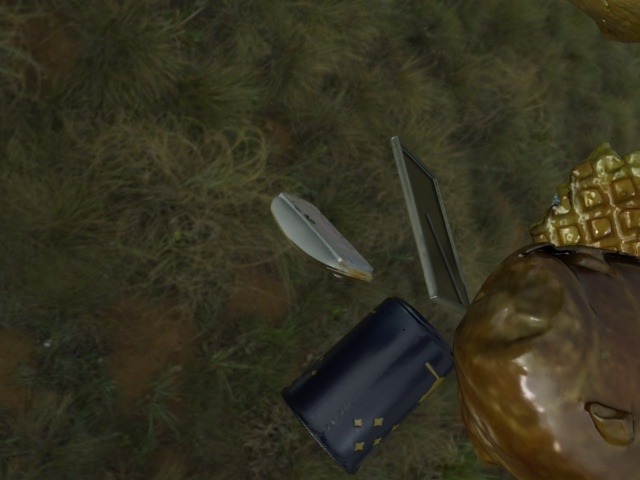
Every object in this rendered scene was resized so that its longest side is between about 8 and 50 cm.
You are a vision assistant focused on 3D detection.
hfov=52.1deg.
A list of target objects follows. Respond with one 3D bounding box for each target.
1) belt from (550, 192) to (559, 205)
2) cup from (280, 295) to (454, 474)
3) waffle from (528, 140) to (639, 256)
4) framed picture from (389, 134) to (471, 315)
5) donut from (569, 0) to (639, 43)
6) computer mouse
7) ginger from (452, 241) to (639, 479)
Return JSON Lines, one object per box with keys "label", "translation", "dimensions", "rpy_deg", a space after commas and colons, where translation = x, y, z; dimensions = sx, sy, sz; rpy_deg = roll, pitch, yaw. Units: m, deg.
{"label": "belt", "translation": [0.635, -0.048, 1.762], "dimensions": [0.179, 0.100, 0.065], "rpy_deg": [-41, 138, -25]}
{"label": "cup", "translation": [0.084, 0.237, 1.132], "dimensions": [0.256, 0.255, 0.178], "rpy_deg": [-42, 87, -7]}
{"label": "waffle", "translation": [0.416, 0.025, 0.858], "dimensions": [0.058, 0.282, 0.301], "rpy_deg": [-14, 62, -47]}
{"label": "framed picture", "translation": [0.196, -0.018, 1.132], "dimensions": [0.213, 0.016, 0.289], "rpy_deg": [27, 47, -58]}
{"label": "donut", "translation": [0.350, -0.313, 0.668], "dimensions": [0.128, 0.261, 0.209], "rpy_deg": [21, 100, -17]}
{"label": "computer mouse", "translation": [-0.001, 0.001, 0.932], "dimensions": [0.102, 0.045, 0.199], "rpy_deg": [18, 23, -46]}
{"label": "ginger", "translation": [0.245, 0.125, 0.501], "dimensions": [0.418, 0.254, 0.176], "rpy_deg": [6, 47, -34]}
